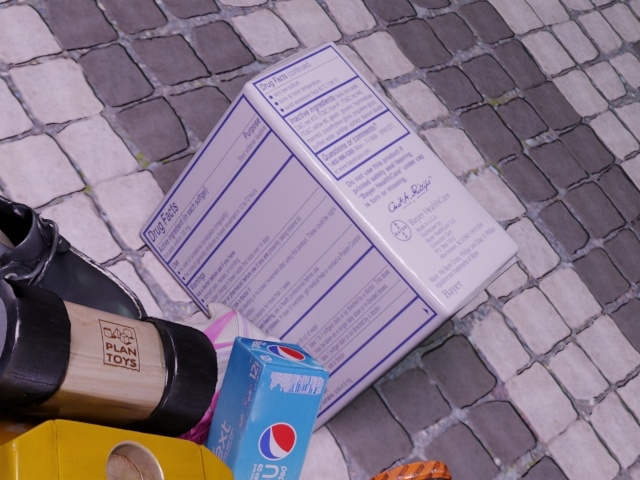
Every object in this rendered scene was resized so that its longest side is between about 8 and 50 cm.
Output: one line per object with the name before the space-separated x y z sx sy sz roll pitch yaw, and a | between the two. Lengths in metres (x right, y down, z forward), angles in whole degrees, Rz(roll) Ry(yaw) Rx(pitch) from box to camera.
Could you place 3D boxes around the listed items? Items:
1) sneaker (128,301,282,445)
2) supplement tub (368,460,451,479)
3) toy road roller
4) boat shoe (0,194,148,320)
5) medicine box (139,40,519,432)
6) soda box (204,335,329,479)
sneaker | -0.143 0.145 1.097 0.111 0.103 0.252 41 46 19
supplement tub | 0.106 0.317 1.117 0.117 0.117 0.190 4 56 -32
toy road roller | -0.210 0.205 0.886 0.202 0.240 0.330 20 48 -45
boat shoe | -0.300 0.011 1.070 0.340 0.113 0.127 30 46 -12
medicine box | 0.000 0.000 1.176 0.289 0.263 0.149 49 45 6
soda box | -0.061 0.196 1.033 0.067 0.210 0.071 11 11 -29
